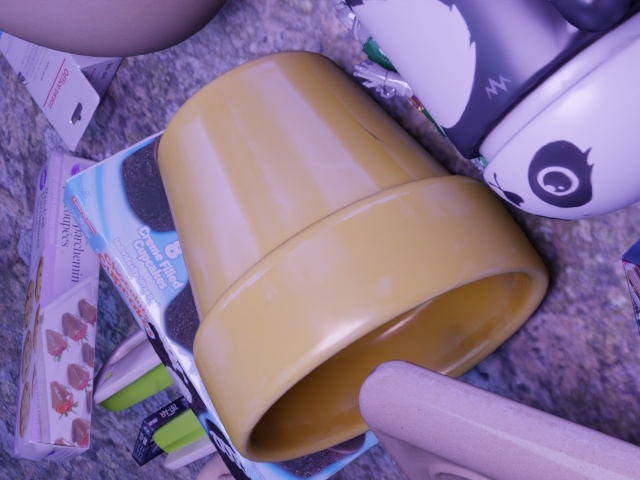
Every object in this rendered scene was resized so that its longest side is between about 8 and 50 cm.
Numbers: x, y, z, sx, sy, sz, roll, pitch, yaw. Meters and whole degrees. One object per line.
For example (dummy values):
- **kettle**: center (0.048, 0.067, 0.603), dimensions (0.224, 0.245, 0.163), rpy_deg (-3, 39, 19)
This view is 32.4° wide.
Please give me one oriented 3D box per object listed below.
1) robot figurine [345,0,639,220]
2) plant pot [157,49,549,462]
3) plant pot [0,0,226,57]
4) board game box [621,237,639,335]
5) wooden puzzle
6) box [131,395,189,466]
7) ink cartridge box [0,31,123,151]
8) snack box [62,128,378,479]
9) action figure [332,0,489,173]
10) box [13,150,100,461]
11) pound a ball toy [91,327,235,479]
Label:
- **robot figurine**: center (0.116, -0.143, 0.651), dimensions (0.173, 0.209, 0.278), rpy_deg (-43, 78, 37)
- **plant pot**: center (0.000, 0.000, 0.824), dimensions (0.239, 0.254, 0.254), rpy_deg (59, 143, 23)
- **plant pot**: center (-0.161, -0.253, 0.854), dimensions (0.284, 0.284, 0.191), rpy_deg (36, 170, 28)
- **board game box**: center (0.279, 0.109, 0.658), dimensions (0.165, 0.042, 0.243), rpy_deg (24, 148, 45)
- **wooden puzzle**: center (0.216, 0.217, 0.761), dimensions (0.322, 0.080, 0.348), rpy_deg (17, 149, 36)
- **box**: center (-0.183, 0.221, 1.287), dimensions (0.018, 0.067, 0.083), rpy_deg (44, 138, 20)
- **ink cartridge box**: center (-0.267, -0.194, 1.133), dimensions (0.180, 0.060, 0.104), rpy_deg (54, 140, 9)
- **snack box**: center (-0.056, 0.047, 0.943), dimensions (0.322, 0.187, 0.060), rpy_deg (57, 157, 5)
- **action figure**: center (0.059, -0.129, 0.787), dimensions (0.063, 0.137, 0.232), rpy_deg (-45, 81, 9)
- **box**: center (-0.272, 0.066, 1.157), dimensions (0.067, 0.063, 0.324), rpy_deg (-35, 50, 51)
- **pound a ball toy**: center (-0.097, 0.152, 1.128), dimensions (0.208, 0.136, 0.319), rpy_deg (39, 143, -12)
